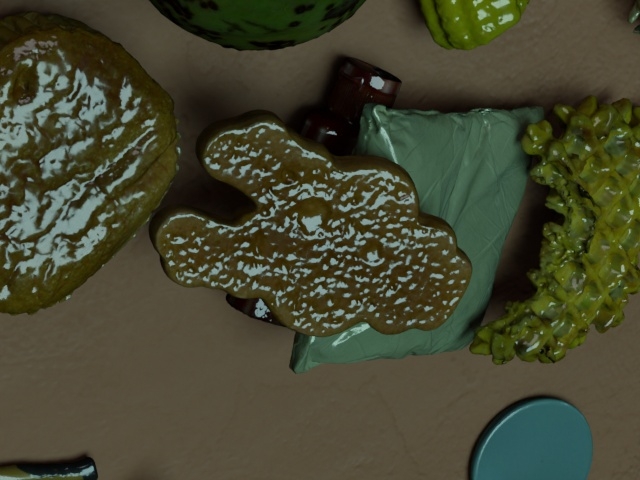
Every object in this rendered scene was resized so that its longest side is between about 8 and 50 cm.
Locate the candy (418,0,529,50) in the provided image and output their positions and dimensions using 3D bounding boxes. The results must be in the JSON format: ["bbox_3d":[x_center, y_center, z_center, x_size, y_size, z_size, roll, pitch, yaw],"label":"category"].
[{"bbox_3d":[0.122,-0.281,1.750,0.106,0.094,0.199,-27,118,-8],"label":"candy"}]

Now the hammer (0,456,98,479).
[{"bbox_3d":[-0.309,0.229,1.804,0.201,0.021,0.078,1,113,-28],"label":"hammer"}]

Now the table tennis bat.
[{"bbox_3d":[0.244,0.284,2.120,0.153,0.040,0.244,-22,118,-17],"label":"table tennis bat"}]

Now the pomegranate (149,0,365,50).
[{"bbox_3d":[-0.101,-0.291,1.549,0.340,0.285,0.285,-1,117,5],"label":"pomegranate"}]

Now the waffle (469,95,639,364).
[{"bbox_3d":[0.274,-0.004,1.945,0.259,0.069,0.293,-9,119,-46],"label":"waffle"}]

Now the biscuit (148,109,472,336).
[{"bbox_3d":[-0.001,-0.002,1.703,0.295,0.044,0.186,26,107,-24],"label":"biscuit"}]

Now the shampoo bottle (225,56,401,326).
[{"bbox_3d":[0.000,-0.045,1.810,0.102,0.064,0.260,12,107,-41],"label":"shampoo bottle"}]

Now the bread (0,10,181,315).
[{"bbox_3d":[-0.247,-0.067,1.624,0.253,0.142,0.227,-39,119,-4],"label":"bread"}]

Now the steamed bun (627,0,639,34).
[{"bbox_3d":[0.444,-0.289,1.864,0.232,0.166,0.273,19,103,-40],"label":"steamed bun"}]

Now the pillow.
[{"bbox_3d":[0.103,-0.002,1.843,0.280,0.076,0.274,-4,118,-49],"label":"pillow"}]
